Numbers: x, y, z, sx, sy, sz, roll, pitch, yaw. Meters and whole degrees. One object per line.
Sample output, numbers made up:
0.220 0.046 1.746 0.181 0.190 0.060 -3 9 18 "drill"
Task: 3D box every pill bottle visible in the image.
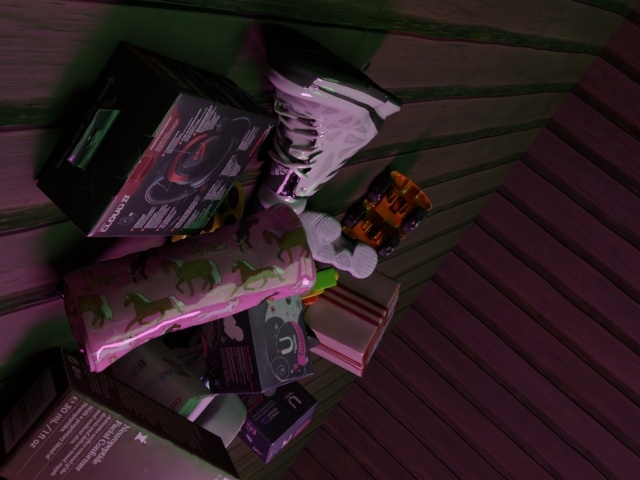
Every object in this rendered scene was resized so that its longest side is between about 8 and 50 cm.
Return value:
-0.080 -0.061 1.567 0.094 0.094 0.169 -34 158 -41 "pill bottle"

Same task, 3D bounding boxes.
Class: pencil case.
-0.194 0.066 1.264 0.385 0.167 0.160 -20 114 -19 "pencil case"

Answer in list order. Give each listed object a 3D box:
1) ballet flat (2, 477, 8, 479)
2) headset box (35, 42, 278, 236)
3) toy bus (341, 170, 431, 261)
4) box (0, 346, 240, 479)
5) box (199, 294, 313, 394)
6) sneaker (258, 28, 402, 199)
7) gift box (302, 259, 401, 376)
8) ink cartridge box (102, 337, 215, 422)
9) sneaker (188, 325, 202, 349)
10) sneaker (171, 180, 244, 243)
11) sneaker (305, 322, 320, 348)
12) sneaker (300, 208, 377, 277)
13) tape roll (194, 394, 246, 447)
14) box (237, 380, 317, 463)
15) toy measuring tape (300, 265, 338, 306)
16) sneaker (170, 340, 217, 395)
-0.449 0.510 1.555 0.116 0.342 0.124 -61 170 -80 "ballet flat"
-0.212 -0.120 1.082 0.218 0.110 0.293 -54 163 15 "headset box"
0.167 -0.060 2.153 0.220 0.149 0.211 -47 179 2 "toy bus"
-0.347 0.371 1.422 0.381 0.143 0.191 39 93 -34 "box"
-0.128 0.157 1.589 0.142 0.248 0.163 -8 -179 38 "box"
-0.015 -0.174 1.355 0.258 0.169 0.447 -54 165 12 "sneaker"
0.053 0.166 2.141 0.276 0.258 0.255 -60 167 -25 "gift box"
-0.322 0.293 1.600 0.128 0.176 0.127 -50 163 5 "ink cartridge box"
-0.185 0.210 1.884 0.292 0.108 0.169 -36 162 -32 "sneaker"
-0.204 0.003 1.436 0.124 0.109 0.296 -75 -172 -56 "sneaker"
-0.093 0.219 1.854 0.130 0.109 0.286 -41 151 -2 "sneaker"
0.000 0.000 1.897 0.268 0.153 0.101 32 82 -38 "sneaker"
-0.338 0.448 1.773 0.392 0.072 0.392 -31 -170 6 "tape roll"
-0.164 0.383 2.031 0.165 0.270 0.143 -38 160 -30 "box"
-0.099 0.114 1.933 0.330 0.121 0.121 -14 145 -35 "toy measuring tape"
-0.262 0.279 1.705 0.283 0.122 0.110 -33 126 2 "sneaker"
